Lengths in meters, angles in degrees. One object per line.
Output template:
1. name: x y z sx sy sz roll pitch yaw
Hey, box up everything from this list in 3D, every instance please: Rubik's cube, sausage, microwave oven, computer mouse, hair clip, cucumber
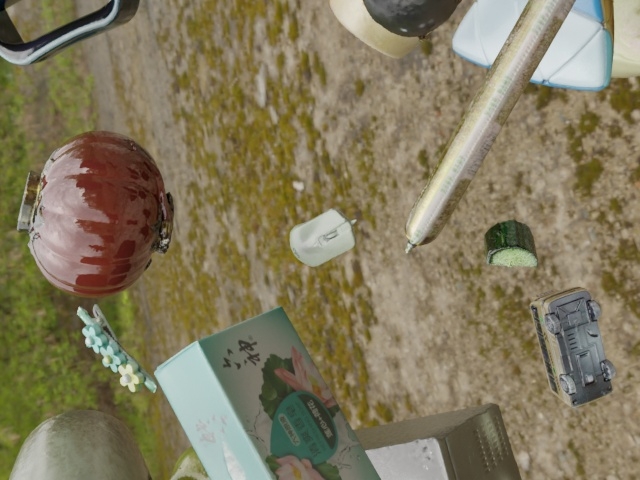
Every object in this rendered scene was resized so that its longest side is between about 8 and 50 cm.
1. Rubik's cube: 0.321 -0.324 1.106 0.254 0.254 0.254 167 90 -69
2. sausage: 0.134 -0.105 0.579 0.269 0.033 0.033 -62 35 13
3. microwave oven: 0.096 0.453 1.252 0.432 0.374 0.236 -19 79 28
4. computer mouse: 0.000 0.000 1.355 0.182 0.056 0.089 -26 101 45
5. hair clip: -0.299 0.161 1.057 0.173 0.049 0.049 44 147 21
6. computer mouse: 0.140 -0.483 1.161 0.116 0.183 0.323 -75 -22 -61
7. cucumber: 0.437 0.008 1.688 0.115 0.116 0.062 -77 -18 -54

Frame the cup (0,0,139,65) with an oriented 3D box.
1. cup: -0.395 -0.407 0.915 0.242 0.292 0.308 12 -117 -64

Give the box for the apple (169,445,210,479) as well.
1. apple: -0.204 0.560 1.551 0.292 0.254 0.292 -164 90 -85

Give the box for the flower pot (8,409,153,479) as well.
1. flower pot: -0.420 0.477 1.293 0.330 0.293 0.293 -123 28 -58

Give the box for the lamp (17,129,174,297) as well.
1. lamp: -0.398 -0.047 1.312 0.303 0.257 0.303 -171 90 -69

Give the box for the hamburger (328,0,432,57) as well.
1. hamburger: 0.161 -0.610 1.892 0.170 0.302 0.302 -49 51 28

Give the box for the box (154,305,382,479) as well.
1. box: -0.055 0.212 0.819 0.092 0.153 0.245 -36 80 35

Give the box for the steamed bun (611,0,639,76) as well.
1. steamed bun: 0.590 -0.486 1.524 0.371 0.456 0.290 -66 -8 -72

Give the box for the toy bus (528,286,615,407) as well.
1. toy bus: 0.635 0.262 1.871 0.157 0.139 0.289 -154 45 -77
